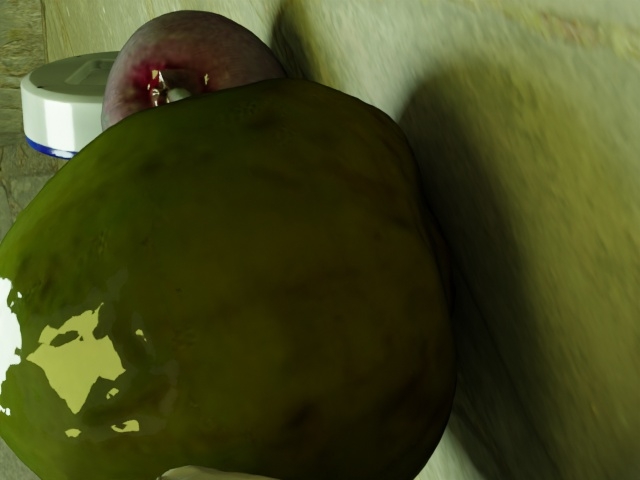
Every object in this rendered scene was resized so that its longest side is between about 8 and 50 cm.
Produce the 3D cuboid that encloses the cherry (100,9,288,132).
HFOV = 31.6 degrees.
[{"bbox_3d":[-0.110,-0.103,1.061,0.266,0.183,0.213,89,179,-68],"label":"cherry"}]

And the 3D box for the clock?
[{"bbox_3d":[-0.237,-0.165,1.346,0.230,0.230,0.083,-131,37,-58],"label":"clock"}]

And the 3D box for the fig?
[{"bbox_3d":[-0.074,0.054,0.795,0.343,0.343,0.344,169,90,-73],"label":"fig"}]

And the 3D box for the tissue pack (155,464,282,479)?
[{"bbox_3d":[0.027,0.286,0.636,0.375,0.195,0.390,33,152,-3],"label":"tissue pack"}]
